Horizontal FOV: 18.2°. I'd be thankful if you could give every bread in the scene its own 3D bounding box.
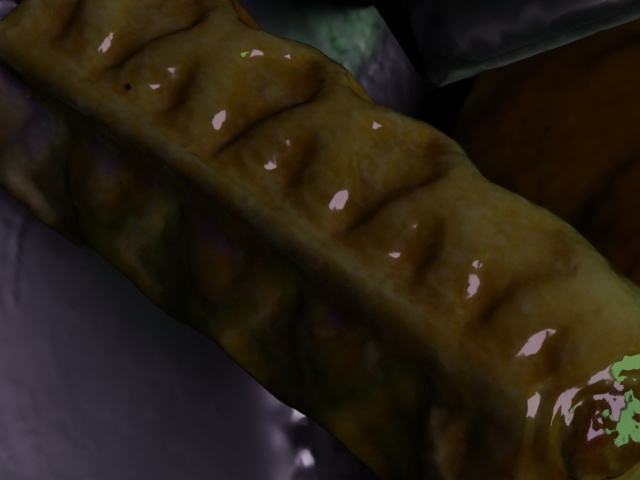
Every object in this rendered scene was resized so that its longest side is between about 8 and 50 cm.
[{"bbox_3d":[-0.001,0.001,0.647,0.098,0.269,0.087,-48,157,-16],"label":"bread"}]

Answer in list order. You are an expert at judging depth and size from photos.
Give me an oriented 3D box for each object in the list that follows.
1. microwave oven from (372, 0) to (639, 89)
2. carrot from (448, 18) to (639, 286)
[{"bbox_3d":[0.077,-0.229,0.664,0.237,0.181,0.295,-19,108,0],"label":"microwave oven"},{"bbox_3d":[0.161,0.046,0.758,0.241,0.341,0.241,-12,126,-17],"label":"carrot"}]
